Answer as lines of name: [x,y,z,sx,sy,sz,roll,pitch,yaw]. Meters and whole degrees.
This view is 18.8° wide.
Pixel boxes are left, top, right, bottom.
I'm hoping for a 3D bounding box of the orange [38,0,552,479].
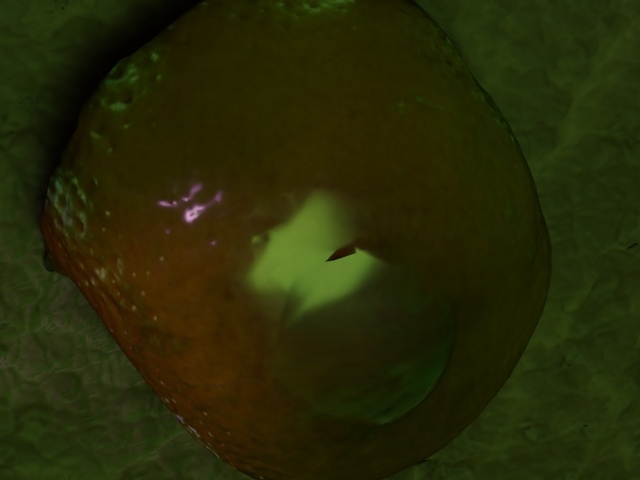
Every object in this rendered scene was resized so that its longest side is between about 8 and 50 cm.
orange: [0.006,0.004,1.119,0.262,0.196,0.334,-38,118,-16]
